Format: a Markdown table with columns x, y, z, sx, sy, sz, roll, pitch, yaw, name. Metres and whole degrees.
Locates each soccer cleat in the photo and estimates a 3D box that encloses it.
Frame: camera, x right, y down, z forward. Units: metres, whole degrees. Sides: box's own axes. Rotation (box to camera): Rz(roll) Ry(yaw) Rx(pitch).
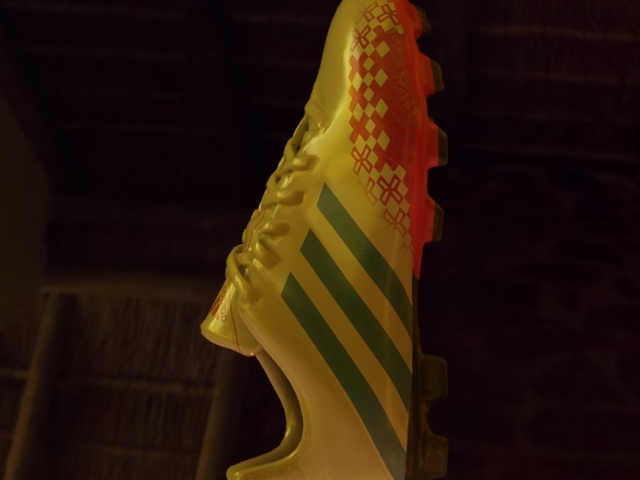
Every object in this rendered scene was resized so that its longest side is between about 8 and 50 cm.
| x | y | z | sx | sy | sz | roll | pitch | yaw | name |
| --- | --- | --- | --- | --- | --- | --- | --- | --- | --- |
| 0.000 | 0.000 | 0.803 | 0.143 | 0.116 | 0.331 | 0 | -99 | -4 | soccer cleat |
